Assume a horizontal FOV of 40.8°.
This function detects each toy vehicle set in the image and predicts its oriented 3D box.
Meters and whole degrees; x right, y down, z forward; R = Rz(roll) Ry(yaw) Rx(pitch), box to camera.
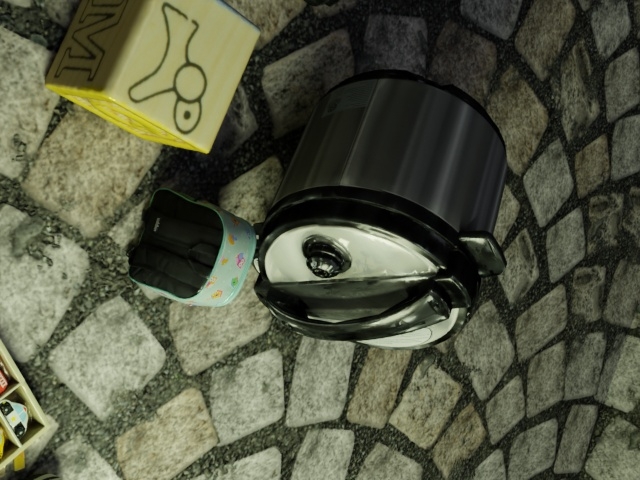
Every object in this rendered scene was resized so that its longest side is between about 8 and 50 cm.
[{"bbox_3d":[-0.500,0.208,1.183,0.166,0.035,0.267,-43,126,-37],"label":"toy vehicle set"}]

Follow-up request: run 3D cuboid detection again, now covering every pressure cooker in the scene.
[{"bbox_3d":[0.092,-0.019,1.403,0.375,0.370,0.420,24,55,-5],"label":"pressure cooker"}]

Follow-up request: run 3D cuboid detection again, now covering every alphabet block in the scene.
[{"bbox_3d":[-0.235,-0.257,1.212,0.192,0.193,0.197,29,82,-42],"label":"alphabet block"}]

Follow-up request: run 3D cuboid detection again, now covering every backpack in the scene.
[{"bbox_3d":[-0.188,0.020,1.336,0.144,0.188,0.166,26,83,-43],"label":"backpack"}]

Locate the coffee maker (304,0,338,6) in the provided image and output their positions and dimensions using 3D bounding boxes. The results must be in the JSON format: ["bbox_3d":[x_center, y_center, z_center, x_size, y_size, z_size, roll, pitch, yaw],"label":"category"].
[{"bbox_3d":[0.028,-0.491,1.411,0.178,0.120,0.171,-58,176,-14],"label":"coffee maker"}]

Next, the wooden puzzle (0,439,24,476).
[{"bbox_3d":[-0.486,0.313,1.263,0.116,0.014,0.079,2,100,-43],"label":"wooden puzzle"}]

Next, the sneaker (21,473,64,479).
[{"bbox_3d":[-0.483,0.472,1.251,0.281,0.106,0.163,-20,118,-38],"label":"sneaker"}]
